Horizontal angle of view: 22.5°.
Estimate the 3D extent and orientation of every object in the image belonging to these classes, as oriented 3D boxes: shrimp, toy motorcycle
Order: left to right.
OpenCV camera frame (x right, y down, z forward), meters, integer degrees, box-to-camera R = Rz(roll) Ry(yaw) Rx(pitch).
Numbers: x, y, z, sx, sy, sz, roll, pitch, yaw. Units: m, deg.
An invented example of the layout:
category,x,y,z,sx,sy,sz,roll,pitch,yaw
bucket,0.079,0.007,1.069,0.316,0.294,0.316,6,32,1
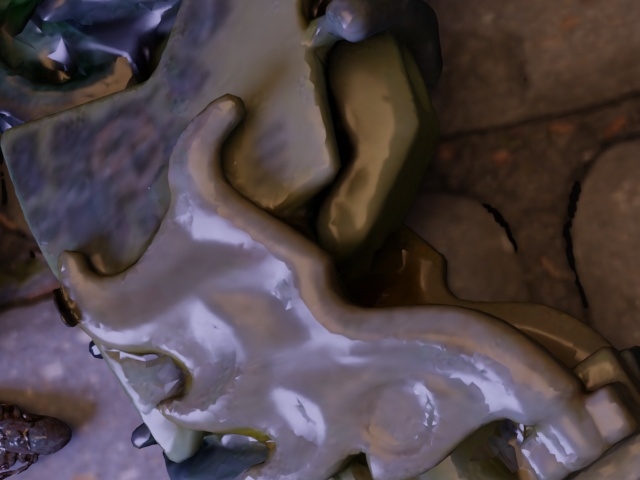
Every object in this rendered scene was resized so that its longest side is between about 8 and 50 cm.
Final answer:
category,x,y,z,sx,sy,sz,roll,pitch,yaw
shrimp,-0.163,0.095,0.772,0.092,0.029,0.038,12,94,25
toy motorcycle,0.000,0.000,0.670,0.237,0.169,0.410,-29,82,17
